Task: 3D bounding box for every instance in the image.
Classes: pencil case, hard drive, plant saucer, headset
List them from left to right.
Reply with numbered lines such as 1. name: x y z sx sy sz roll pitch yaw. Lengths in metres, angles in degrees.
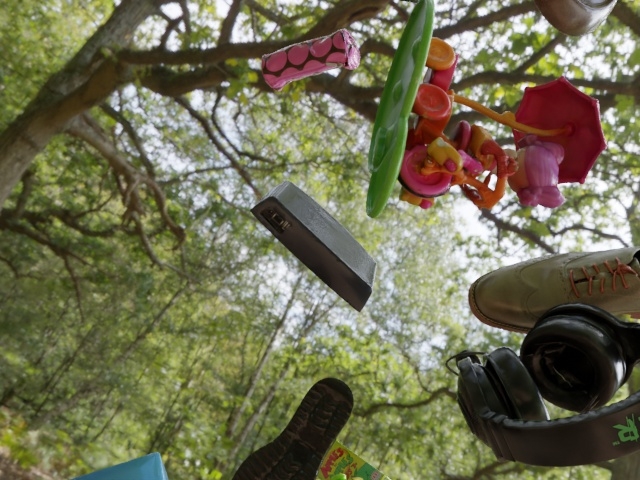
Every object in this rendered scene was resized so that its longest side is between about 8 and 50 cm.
1. pencil case: -0.025 -0.381 1.224 0.209 0.098 0.095 -11 -30 24
2. hard drive: 0.000 0.000 1.022 0.254 0.172 0.054 43 -71 -6
3. headset: 0.291 0.201 0.737 0.185 0.243 0.394 66 -16 -4
4. plant saucer: 0.499 -0.556 1.102 0.310 0.310 0.050 39 -19 -26

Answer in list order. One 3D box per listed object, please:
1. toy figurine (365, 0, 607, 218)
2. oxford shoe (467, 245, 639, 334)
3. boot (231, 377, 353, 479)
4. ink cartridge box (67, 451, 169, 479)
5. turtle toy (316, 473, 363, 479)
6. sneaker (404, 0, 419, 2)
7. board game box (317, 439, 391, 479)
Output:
1. toy figurine: 0.125 -0.073 0.411 0.159 0.173 0.130 15 -32 -4
2. oxford shoe: 0.390 0.054 0.820 0.348 0.123 0.130 -8 -25 0
3. boot: -0.027 0.261 0.681 0.077 0.198 0.137 41 -14 17
4. ink cartridge box: -0.266 0.466 0.730 0.270 0.197 0.198 -122 -156 -50
5. turtle toy: 0.024 0.394 0.856 0.095 0.066 0.130 6 -51 -19
6. sneaker: 0.189 -0.547 1.020 0.134 0.146 0.343 12 -11 -15
7. board game box: 0.067 0.528 1.281 0.181 0.092 0.043 15 -27 53
